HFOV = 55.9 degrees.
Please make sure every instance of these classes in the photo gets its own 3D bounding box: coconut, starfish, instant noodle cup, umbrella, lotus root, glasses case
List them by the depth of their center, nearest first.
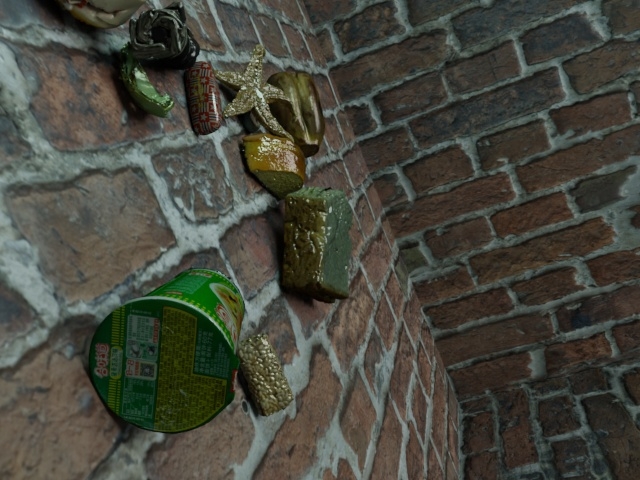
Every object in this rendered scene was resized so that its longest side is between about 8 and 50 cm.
[{"bbox_3d":[-0.204,0.145,0.921,0.232,0.207,0.207,-75,143,-76],"label":"instant noodle cup"},{"bbox_3d":[-0.342,-0.296,1.178,0.158,0.055,0.133,63,5,27],"label":"coconut"},{"bbox_3d":[-0.313,-0.411,1.244,0.357,0.113,0.106,-111,-174,-79],"label":"umbrella"},{"bbox_3d":[-0.276,-0.341,1.419,0.049,0.073,0.194,47,28,-66],"label":"glasses case"},{"bbox_3d":[-0.191,-0.398,1.674,0.302,0.060,0.299,-16,91,-46],"label":"starfish"},{"bbox_3d":[-0.083,-0.410,1.948,0.193,0.193,0.290,10,65,-71],"label":"lotus root"}]

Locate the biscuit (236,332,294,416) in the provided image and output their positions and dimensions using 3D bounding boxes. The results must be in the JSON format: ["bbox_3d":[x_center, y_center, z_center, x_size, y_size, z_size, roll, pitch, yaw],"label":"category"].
[{"bbox_3d":[-0.117,0.275,1.234,0.070,0.082,0.168,-161,-132,-78],"label":"biscuit"}]

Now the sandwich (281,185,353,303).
[{"bbox_3d":[-0.001,0.000,1.684,0.262,0.131,0.325,34,56,-65],"label":"sandwich"}]

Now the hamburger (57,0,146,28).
[{"bbox_3d":[-0.416,-0.526,1.064,0.227,0.152,0.295,20,48,-77],"label":"hamburger"}]

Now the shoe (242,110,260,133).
[{"bbox_3d":[-0.188,-0.400,1.768,0.079,0.078,0.195,50,30,-48],"label":"shoe"}]

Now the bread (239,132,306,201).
[{"bbox_3d":[-0.110,-0.215,1.705,0.260,0.134,0.129,38,37,-61],"label":"bread"}]
